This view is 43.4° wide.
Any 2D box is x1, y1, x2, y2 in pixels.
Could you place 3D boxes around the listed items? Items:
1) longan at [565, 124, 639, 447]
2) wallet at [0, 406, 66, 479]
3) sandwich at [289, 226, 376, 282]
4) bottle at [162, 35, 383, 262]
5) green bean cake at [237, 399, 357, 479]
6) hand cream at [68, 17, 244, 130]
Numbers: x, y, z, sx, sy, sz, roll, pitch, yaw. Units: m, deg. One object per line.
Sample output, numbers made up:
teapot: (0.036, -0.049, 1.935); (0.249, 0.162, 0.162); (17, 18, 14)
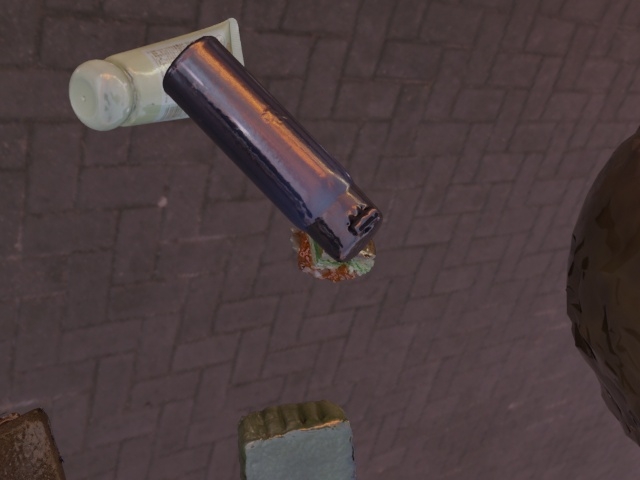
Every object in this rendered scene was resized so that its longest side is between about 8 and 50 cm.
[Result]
longan: (0.395, 0.054, 0.687); (0.391, 0.391, 0.391); (-23, 135, -25)
wallet: (-0.198, 0.217, 0.530); (0.031, 0.198, 0.110); (-13, -177, 20)
sandwich: (0.003, 0.006, 1.285); (0.109, 0.185, 0.160); (6, 132, -24)
bottle: (-0.043, -0.082, 0.758); (0.072, 0.244, 0.082); (-42, 174, -25)
green bean cake: (-0.042, 0.427, 1.544); (0.227, 0.125, 0.222); (-4, 108, -7)
hand cream: (-0.212, -0.229, 1.144); (0.306, 0.093, 0.147); (-25, 115, -47)
